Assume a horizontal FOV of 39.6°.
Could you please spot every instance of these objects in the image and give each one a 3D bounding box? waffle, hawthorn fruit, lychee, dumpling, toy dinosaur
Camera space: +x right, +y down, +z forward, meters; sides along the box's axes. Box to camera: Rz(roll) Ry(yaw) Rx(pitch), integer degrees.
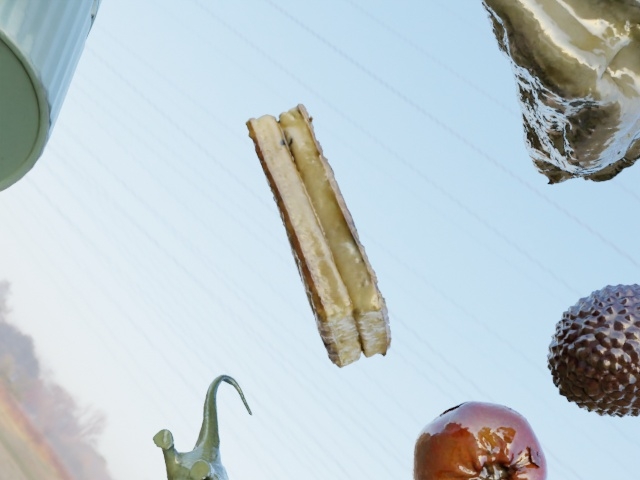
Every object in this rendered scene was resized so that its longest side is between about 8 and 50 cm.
[{"bbox_3d":[0.001,0.000,1.171,0.213,0.091,0.308,75,-4,-64],"label":"waffle"},{"bbox_3d":[0.245,0.374,1.414,0.211,0.211,0.299,46,-15,19],"label":"hawthorn fruit"},{"bbox_3d":[0.389,0.145,1.169,0.188,0.188,0.188,42,-26,26],"label":"lychee"},{"bbox_3d":[0.219,-0.112,0.722,0.166,0.086,0.332,11,-20,32],"label":"dumpling"},{"bbox_3d":[-0.141,0.288,0.998,0.147,0.076,0.363,75,14,-50],"label":"toy dinosaur"}]

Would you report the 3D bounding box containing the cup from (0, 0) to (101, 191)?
[{"bbox_3d":[-0.390,-0.292,0.938,0.392,0.310,0.401,-97,-165,-47],"label":"cup"}]
